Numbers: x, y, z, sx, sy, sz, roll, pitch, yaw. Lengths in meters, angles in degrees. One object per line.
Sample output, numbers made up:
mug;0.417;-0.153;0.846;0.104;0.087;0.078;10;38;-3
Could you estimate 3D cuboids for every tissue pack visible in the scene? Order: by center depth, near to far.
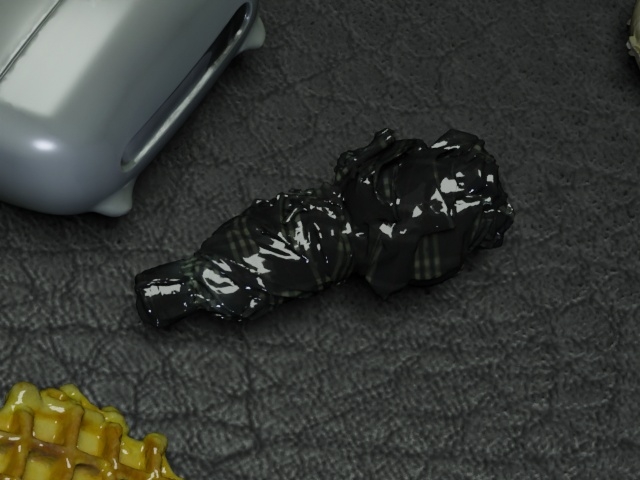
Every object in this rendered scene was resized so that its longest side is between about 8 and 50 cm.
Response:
tissue pack;-0.200;-0.187;1.609;0.236;0.229;0.333;34;71;7

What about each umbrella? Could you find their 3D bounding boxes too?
umbrella;0.005;0.007;1.640;0.336;0.154;0.128;-27;37;3

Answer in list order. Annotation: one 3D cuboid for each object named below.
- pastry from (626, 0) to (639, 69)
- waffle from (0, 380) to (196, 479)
pastry;0.370;-0.196;1.762;0.166;0.088;0.166;1;73;-4
waffle;-0.217;0.249;1.510;0.283;0.065;0.309;-31;81;-41
